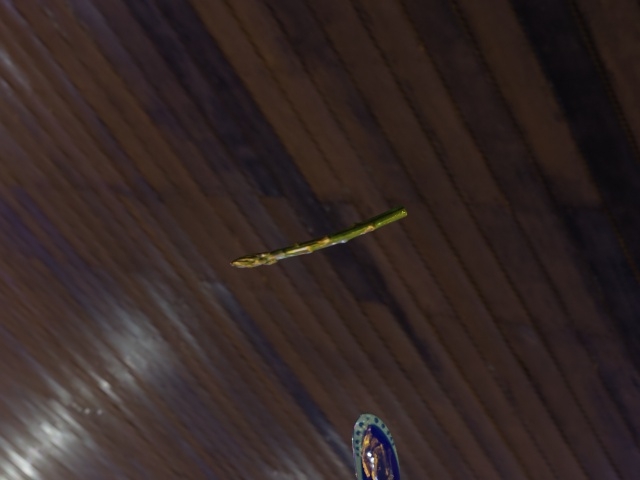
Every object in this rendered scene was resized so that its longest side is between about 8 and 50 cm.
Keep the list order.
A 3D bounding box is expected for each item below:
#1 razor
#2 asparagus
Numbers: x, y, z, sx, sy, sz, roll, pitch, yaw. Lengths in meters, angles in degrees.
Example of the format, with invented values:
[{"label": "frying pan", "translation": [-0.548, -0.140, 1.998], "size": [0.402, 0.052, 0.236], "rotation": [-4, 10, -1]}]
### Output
[{"label": "razor", "translation": [0.034, 0.160, 0.557], "size": [0.028, 0.044, 0.154], "rotation": [-141, 42, -62]}, {"label": "asparagus", "translation": [0.000, 0.000, 0.922], "size": [0.016, 0.163, 0.016], "rotation": [136, 115, -70]}]
